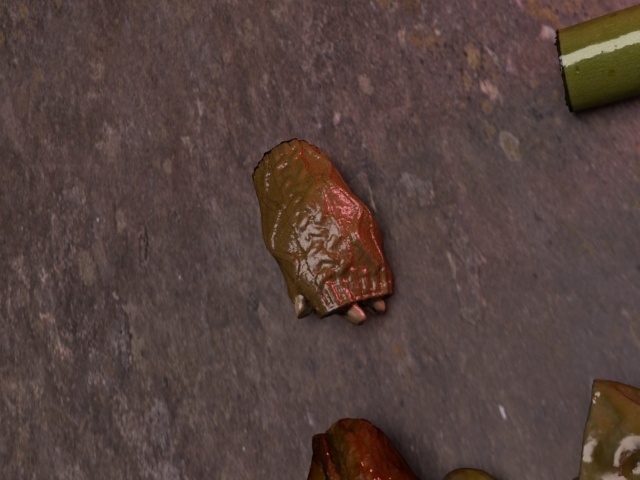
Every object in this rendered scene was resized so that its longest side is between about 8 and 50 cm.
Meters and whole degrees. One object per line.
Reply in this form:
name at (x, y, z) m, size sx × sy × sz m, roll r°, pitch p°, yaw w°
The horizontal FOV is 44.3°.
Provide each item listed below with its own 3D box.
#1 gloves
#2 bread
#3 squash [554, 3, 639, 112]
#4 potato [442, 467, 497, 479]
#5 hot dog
gloves at (-0.011, -0.009, 1.309) m, size 0.203 × 0.155 × 0.357 m, roll -37°, pitch 65°, yaw 17°
bread at (0.438, 0.294, 0.970) m, size 0.252 × 0.239 × 0.196 m, roll 10°, pitch 39°, yaw 26°
squash at (0.477, -0.281, 1.153) m, size 0.247 × 0.132 × 0.133 m, roll -11°, pitch 70°, yaw 23°
potato at (0.233, 0.397, 1.101) m, size 0.170 × 0.080 × 0.107 m, roll 53°, pitch 132°, yaw 29°
hot dog at (0.093, 0.429, 1.091) m, size 0.388 × 0.174 × 0.267 m, roll 51°, pitch 144°, yaw 28°
